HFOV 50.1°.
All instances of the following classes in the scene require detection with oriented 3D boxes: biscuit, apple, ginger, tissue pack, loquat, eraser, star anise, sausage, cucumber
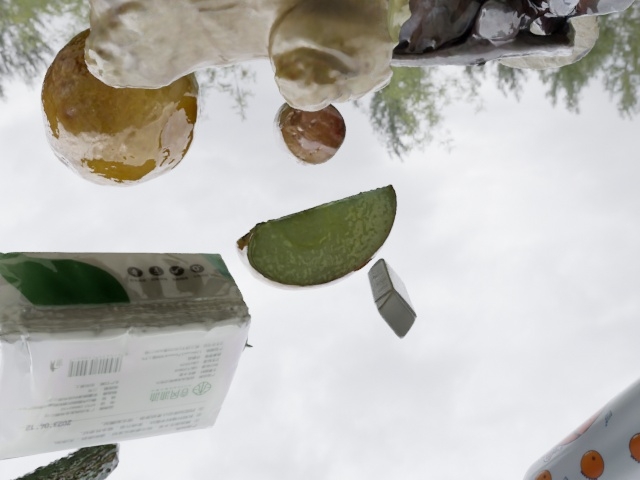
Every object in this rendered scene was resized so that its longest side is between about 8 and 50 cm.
[{"bbox_3d":[0.439,-0.380,1.279,0.133,0.250,0.032,21,-109,-4],"label":"biscuit"},{"bbox_3d":[0.000,0.000,1.441,0.346,0.179,0.254,-19,-146,-8],"label":"apple"},{"bbox_3d":[-0.048,-0.184,0.505,0.276,0.130,0.221,-22,-103,0],"label":"ginger"},{"bbox_3d":[-0.316,0.163,1.018,0.357,0.266,0.194,1,-144,-33],"label":"tissue pack"},{"bbox_3d":[-0.274,-0.187,0.943,0.239,0.238,0.193,18,-155,30],"label":"loquat"},{"bbox_3d":[0.158,0.120,1.547,0.061,0.089,0.352,-39,-171,8],"label":"eraser"},{"bbox_3d":[0.185,-0.254,0.675,0.316,0.139,0.360,-42,-146,-24],"label":"star anise"},{"bbox_3d":[-0.021,-0.163,1.040,0.109,0.108,0.270,-8,-175,0],"label":"sausage"},{"bbox_3d":[-0.478,0.433,1.173,0.096,0.096,0.359,18,-165,29],"label":"cucumber"}]

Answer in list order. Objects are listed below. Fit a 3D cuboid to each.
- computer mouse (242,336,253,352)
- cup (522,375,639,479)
[{"bbox_3d":[-0.200,0.172,1.247,0.182,0.056,0.089,9,-103,34],"label":"computer mouse"},{"bbox_3d":[0.485,0.387,1.099,0.212,0.317,0.212,28,-151,-17],"label":"cup"}]
